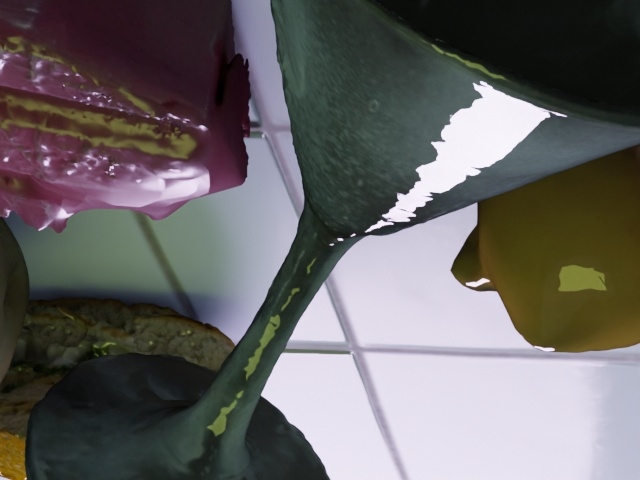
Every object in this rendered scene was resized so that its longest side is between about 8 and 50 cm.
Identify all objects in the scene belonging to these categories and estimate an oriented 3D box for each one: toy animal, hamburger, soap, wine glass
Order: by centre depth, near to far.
[{"bbox_3d":[0.000,0.000,0.949,0.267,0.267,0.406,24,121,-11],"label":"wine glass"},{"bbox_3d":[0.207,-0.019,1.034,0.281,0.169,0.195,-10,146,29],"label":"toy animal"},{"bbox_3d":[-0.196,-0.115,1.084,0.325,0.127,0.220,13,150,2],"label":"soap"},{"bbox_3d":[-0.187,0.128,1.400,0.283,0.144,0.156,4,151,20],"label":"hamburger"}]

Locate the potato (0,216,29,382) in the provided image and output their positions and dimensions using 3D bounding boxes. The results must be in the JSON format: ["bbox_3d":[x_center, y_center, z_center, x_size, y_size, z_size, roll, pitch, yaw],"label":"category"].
[{"bbox_3d":[-0.370,0.033,1.270,0.326,0.221,0.243,14,134,4],"label":"potato"}]
